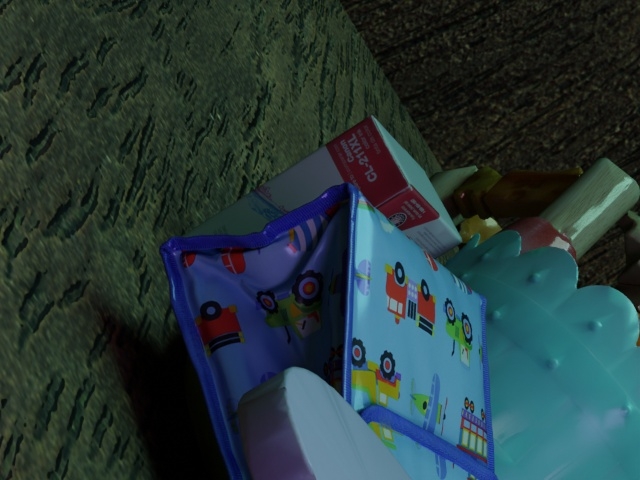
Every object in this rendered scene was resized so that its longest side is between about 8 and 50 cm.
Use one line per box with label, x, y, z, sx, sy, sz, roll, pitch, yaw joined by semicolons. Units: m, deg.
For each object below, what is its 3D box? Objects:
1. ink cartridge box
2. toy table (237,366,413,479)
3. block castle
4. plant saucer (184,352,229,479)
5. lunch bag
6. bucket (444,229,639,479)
ink cartridge box;0.000;0.000;1.354;0.072;0.175;0.127;63;10;26
toy table;-0.006;0.208;0.826;0.274;0.161;0.252;59;11;-3
block castle;0.230;0.152;1.742;0.303;0.213;0.453;4;-50;56
plant saucer;-0.026;0.153;1.205;0.241;0.037;0.241;58;11;-18
lunch bag;0.024;0.149;1.095;0.221;0.138;0.293;37;40;-58
bucket;0.140;0.149;1.340;0.281;0.183;0.281;45;-18;19
